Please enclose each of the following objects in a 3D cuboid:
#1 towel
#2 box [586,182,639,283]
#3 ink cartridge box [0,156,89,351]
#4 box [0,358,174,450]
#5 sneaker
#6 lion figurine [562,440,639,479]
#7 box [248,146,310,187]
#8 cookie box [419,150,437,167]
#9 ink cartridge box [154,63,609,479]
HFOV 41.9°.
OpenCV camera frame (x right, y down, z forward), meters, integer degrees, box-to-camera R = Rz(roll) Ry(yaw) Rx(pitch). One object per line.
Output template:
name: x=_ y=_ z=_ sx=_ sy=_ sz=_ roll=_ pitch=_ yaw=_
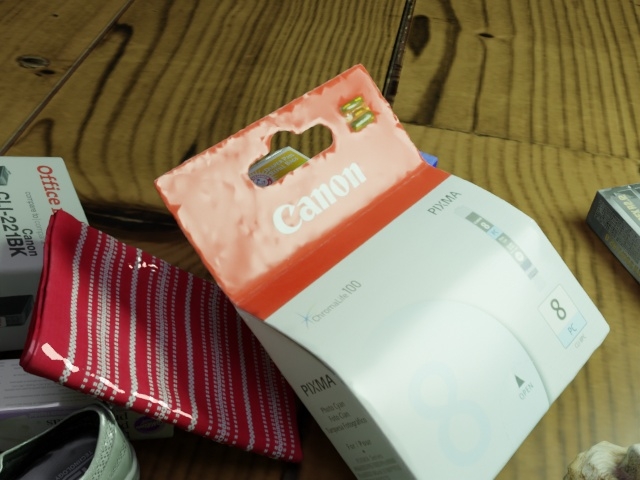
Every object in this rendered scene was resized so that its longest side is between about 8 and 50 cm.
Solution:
towel: x=-0.137 y=0.088 z=0.777 sx=0.274 sy=0.031 sz=0.199 roll=27 pitch=31 yaw=-27
box: x=0.469 y=0.014 z=1.023 sx=0.183 sy=0.056 sz=0.231 roll=-10 pitch=43 yaw=-17
ink cartridge box: x=-0.376 y=0.012 z=0.837 sx=0.272 sy=0.114 sz=0.197 roll=-2 pitch=39 yaw=-32
box: x=-0.299 y=0.152 z=0.768 sx=0.323 sy=0.063 sz=0.067 roll=-3 pitch=43 yaw=-10
sneaker: x=-0.266 y=0.222 z=0.652 sx=0.105 sy=0.115 sz=0.281 roll=27 pitch=45 yaw=23
lion figurine: x=0.243 y=0.322 z=0.590 sx=0.240 sy=0.142 sz=0.392 roll=11 pitch=47 yaw=-27
box: x=0.000 y=0.000 z=0.939 sx=0.203 sy=0.114 sz=0.103 roll=33 pitch=49 yaw=25
cookie box: x=0.099 y=-0.042 z=1.004 sx=0.040 sy=0.107 sz=0.092 roll=24 pitch=44 yaw=20
ink cartridge box: x=0.077 y=0.023 z=0.793 sx=0.308 sy=0.091 sz=0.385 roll=-36 pitch=93 yaw=-37
